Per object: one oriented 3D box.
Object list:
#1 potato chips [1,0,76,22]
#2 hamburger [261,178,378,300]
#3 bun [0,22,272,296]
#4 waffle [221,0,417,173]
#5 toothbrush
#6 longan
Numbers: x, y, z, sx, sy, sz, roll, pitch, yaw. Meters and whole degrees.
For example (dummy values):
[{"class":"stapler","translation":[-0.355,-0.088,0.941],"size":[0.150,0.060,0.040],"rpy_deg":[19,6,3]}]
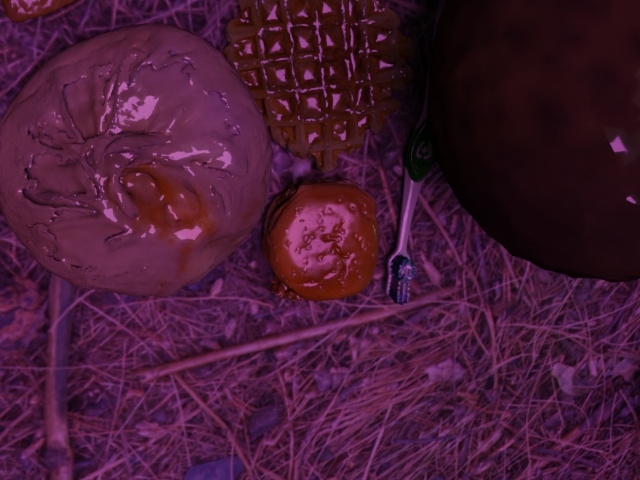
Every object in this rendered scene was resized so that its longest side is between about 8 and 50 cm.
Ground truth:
[{"class":"potato chips","translation":[-0.113,-0.308,0.618],"size":[0.406,0.080,0.057],"rpy_deg":[-23,129,-11]},{"class":"hamburger","translation":[0.000,0.000,0.750],"size":[0.137,0.083,0.147],"rpy_deg":[-2,105,-13]},{"class":"bun","translation":[-0.182,-0.064,0.629],"size":[0.286,0.146,0.288],"rpy_deg":[-3,112,-8]},{"class":"waffle","translation":[-0.003,-0.198,0.697],"size":[0.214,0.054,0.208],"rpy_deg":[36,94,-21]},{"class":"toothbrush","translation":[0.126,-0.124,0.778],"size":[0.042,0.040,0.419],"rpy_deg":[5,101,-18]},{"class":"longan","translation":[0.293,-0.153,0.623],"size":[0.390,0.391,0.392],"rpy_deg":[-5,109,-16]}]
